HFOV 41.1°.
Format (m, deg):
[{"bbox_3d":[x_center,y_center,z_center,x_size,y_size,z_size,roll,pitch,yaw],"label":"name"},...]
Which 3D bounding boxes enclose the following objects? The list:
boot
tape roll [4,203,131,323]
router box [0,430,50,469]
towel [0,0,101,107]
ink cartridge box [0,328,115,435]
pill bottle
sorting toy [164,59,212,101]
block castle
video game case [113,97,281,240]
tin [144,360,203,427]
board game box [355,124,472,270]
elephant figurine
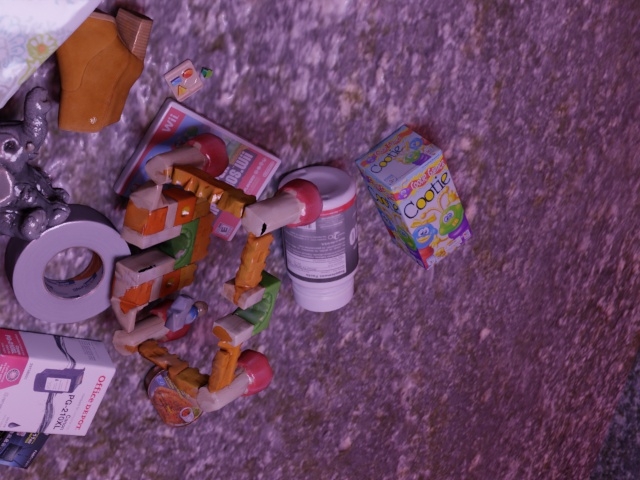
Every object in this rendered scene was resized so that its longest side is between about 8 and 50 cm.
[{"bbox_3d":[-0.388,-0.275,1.360,0.295,0.104,0.211,-10,127,-62],"label":"boot"},{"bbox_3d":[-0.468,0.045,1.587,0.219,0.072,0.219,-18,127,-25],"label":"tape roll"},{"bbox_3d":[-0.612,0.403,1.741,0.092,0.038,0.122,28,101,-42],"label":"router box"},{"bbox_3d":[-0.458,-0.340,1.084,0.374,0.090,0.320,-42,139,8],"label":"towel"},{"bbox_3d":[-0.546,0.279,1.663,0.237,0.100,0.172,15,110,-39],"label":"ink cartridge box"},{"bbox_3d":[0.000,0.000,1.812,0.161,0.161,0.283,-20,128,-22],"label":"pill bottle"},{"bbox_3d":[-0.238,-0.299,1.562,0.083,0.012,0.062,-36,132,-9],"label":"sorting toy"},{"bbox_3d":[-0.193,0.056,1.582,0.213,0.303,0.453,-26,138,-55],"label":"block castle"},{"bbox_3d":[-0.233,-0.130,1.665,0.285,0.025,0.204,25,102,-41],"label":"video game case"},{"bbox_3d":[-0.322,0.340,1.898,0.106,0.040,0.189,-27,130,-12],"label":"tin"},{"bbox_3d":[0.214,-0.092,1.908,0.144,0.142,0.275,-37,132,-8],"label":"board game box"},{"bbox_3d":[-0.519,-0.127,1.393,0.186,0.169,0.239,-43,140,-29],"label":"elephant figurine"}]
